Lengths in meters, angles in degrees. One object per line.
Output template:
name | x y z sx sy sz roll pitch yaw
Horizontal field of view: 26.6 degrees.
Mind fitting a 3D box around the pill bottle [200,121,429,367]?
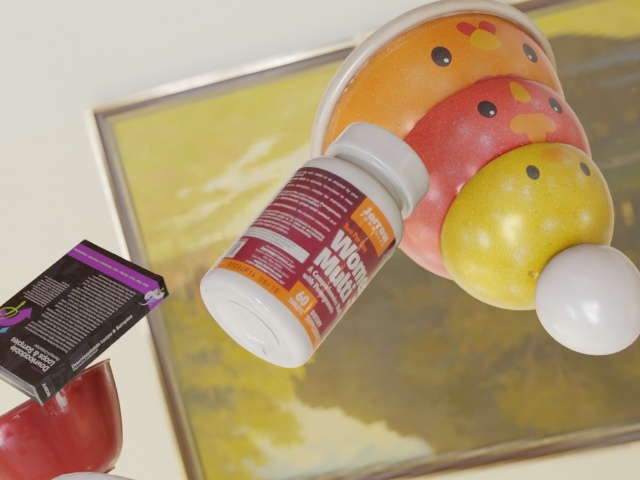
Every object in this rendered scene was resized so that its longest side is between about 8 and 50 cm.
pill bottle | 0.000 0.000 1.246 0.221 0.121 0.121 -50 -156 -24

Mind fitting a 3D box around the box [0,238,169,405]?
box | -0.235 0.071 1.241 0.116 0.029 0.162 23 -129 37

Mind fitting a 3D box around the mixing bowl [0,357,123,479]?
mixing bowl | -0.260 0.200 1.307 0.181 0.098 0.181 -30 177 -2

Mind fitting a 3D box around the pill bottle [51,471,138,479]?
pill bottle | -0.101 0.192 0.524 0.112 0.112 0.186 -10 -134 32

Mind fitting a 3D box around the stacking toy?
stacking toy | 0.231 -0.037 1.578 0.351 0.350 0.480 -17 -138 -19
